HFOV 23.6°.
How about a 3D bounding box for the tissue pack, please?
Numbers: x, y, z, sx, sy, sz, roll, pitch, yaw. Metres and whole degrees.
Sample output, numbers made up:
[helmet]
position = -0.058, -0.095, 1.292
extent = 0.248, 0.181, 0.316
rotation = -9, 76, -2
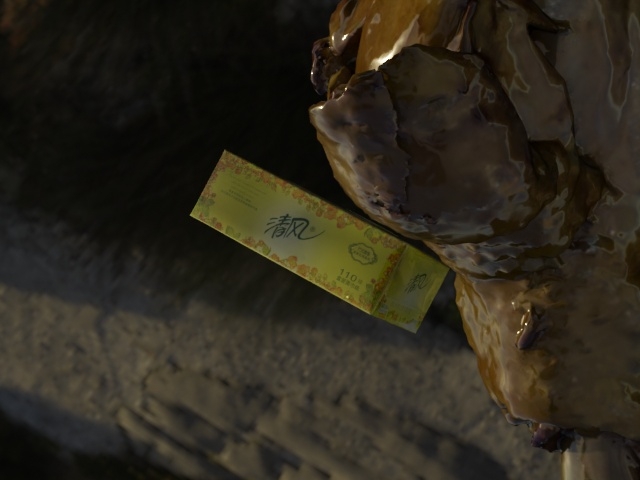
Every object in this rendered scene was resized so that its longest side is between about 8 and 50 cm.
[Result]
[tissue pack]
position = 0.000, 0.000, 1.164
extent = 0.176, 0.062, 0.095
rotation = 29, -179, 27

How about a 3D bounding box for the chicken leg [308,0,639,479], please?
[chicken leg]
position = 0.091, -0.013, 0.728
extent = 0.182, 0.295, 0.410
rotation = -8, 87, 27
